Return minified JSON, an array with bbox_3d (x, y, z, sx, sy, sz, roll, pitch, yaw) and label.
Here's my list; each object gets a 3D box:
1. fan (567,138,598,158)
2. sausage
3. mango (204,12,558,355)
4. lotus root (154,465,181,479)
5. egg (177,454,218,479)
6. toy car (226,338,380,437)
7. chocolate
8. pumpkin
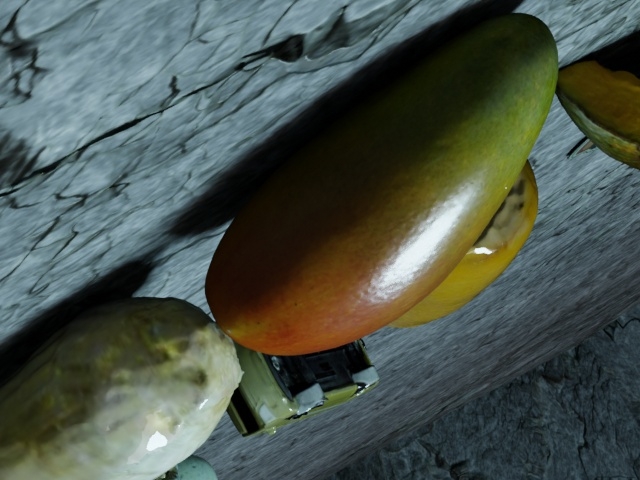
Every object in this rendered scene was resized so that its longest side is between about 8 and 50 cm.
[{"bbox_3d":[0.329,-0.140,1.708,0.132,0.009,0.220,-24,167,-38],"label":"fan"},{"bbox_3d":[0.093,-0.001,1.420,0.354,0.116,0.134,107,8,-79],"label":"sausage"},{"bbox_3d":[0.041,-0.027,1.144,0.289,0.129,0.146,-48,160,30],"label":"mango"},{"bbox_3d":[-0.254,0.291,1.638,0.349,0.175,0.175,-34,169,29],"label":"lotus root"},{"bbox_3d":[-0.186,0.311,2.015,0.164,0.131,0.131,-42,171,-12],"label":"egg"},{"bbox_3d":[-0.037,0.127,1.669,0.124,0.101,0.257,-31,171,19],"label":"toy car"},{"bbox_3d":[-0.185,0.137,1.257,0.309,0.134,0.134,-34,169,23],"label":"chocolate"},{"bbox_3d":[0.322,-0.110,1.482,0.312,0.148,0.169,-22,162,-22],"label":"pumpkin"}]
